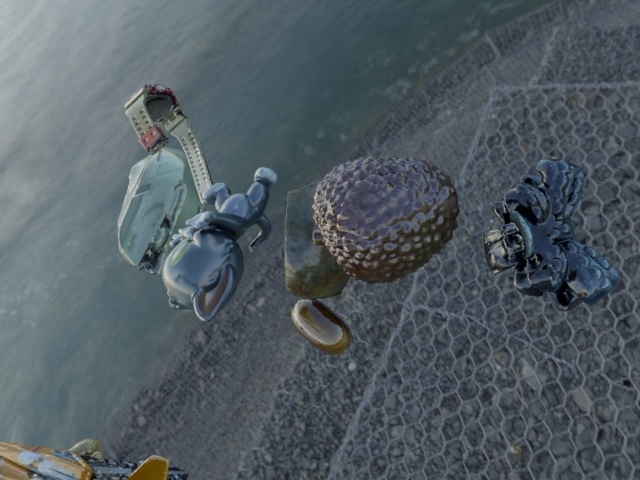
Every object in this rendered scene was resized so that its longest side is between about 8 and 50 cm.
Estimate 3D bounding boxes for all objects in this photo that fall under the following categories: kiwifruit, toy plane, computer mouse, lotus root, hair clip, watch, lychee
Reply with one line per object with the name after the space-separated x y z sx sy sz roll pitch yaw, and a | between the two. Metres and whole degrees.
0.001 0.153 1.033 0.124 0.075 0.075 36 79 15 | kiwifruit
-0.301 0.244 0.562 0.316 0.204 0.103 6 98 10 | toy plane
-0.443 -0.110 1.684 0.145 0.228 0.429 -30 43 47 | computer mouse
-0.002 0.000 1.535 0.210 0.142 0.314 -9 91 1 | lotus root
0.463 -0.008 1.196 0.206 0.194 0.310 -10 74 -9 | hair clip
-0.319 -0.212 1.238 0.102 0.165 0.268 -36 59 18 | watch
0.111 -0.040 1.038 0.271 0.236 0.236 -13 52 23 | lychee

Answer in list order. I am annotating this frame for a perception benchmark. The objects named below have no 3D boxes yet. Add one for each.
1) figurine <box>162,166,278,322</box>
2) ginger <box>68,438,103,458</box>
-0.163 0.001 0.936 0.193 0.140 0.265 -6 34 51 | figurine
-0.482 0.446 1.057 0.205 0.081 0.115 -31 50 -34 | ginger
